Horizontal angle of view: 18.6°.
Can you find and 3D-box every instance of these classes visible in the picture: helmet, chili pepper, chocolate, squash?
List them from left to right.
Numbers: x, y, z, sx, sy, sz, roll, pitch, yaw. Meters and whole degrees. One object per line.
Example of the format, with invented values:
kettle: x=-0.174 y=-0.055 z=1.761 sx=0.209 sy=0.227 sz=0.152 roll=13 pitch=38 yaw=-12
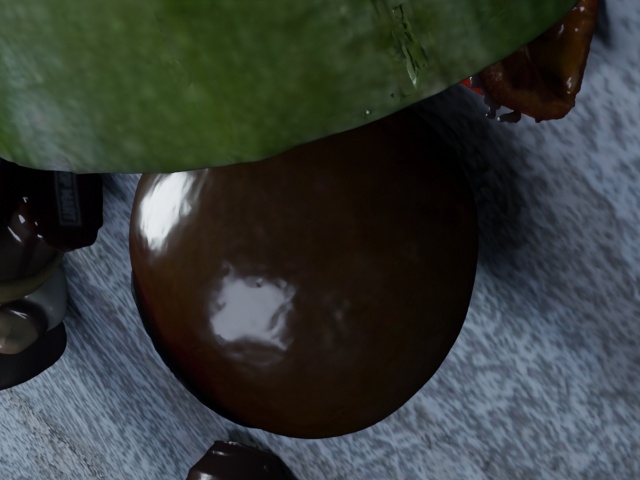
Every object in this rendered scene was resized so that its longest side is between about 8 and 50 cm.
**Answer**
squash: x=-0.061 y=-0.246 z=0.489 sx=0.263 sy=0.263 sz=0.384 roll=25 pitch=145 yaw=44
helmet: x=-0.050 y=0.197 z=1.325 sx=0.123 sy=0.070 sz=0.098 roll=59 pitch=154 yaw=-14
chocolate: x=0.000 y=0.000 z=0.882 sx=0.176 sy=0.176 sz=0.177 roll=39 pitch=154 yaw=24
chili pepper: x=0.034 y=-0.104 z=0.774 sx=0.169 sy=0.065 sz=0.088 roll=26 pitch=130 yaw=52

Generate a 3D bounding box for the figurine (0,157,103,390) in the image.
figurine: x=-0.263 y=0.043 z=1.332 sx=0.365 sy=0.218 sz=0.206 roll=-7 pitch=92 yaw=58
